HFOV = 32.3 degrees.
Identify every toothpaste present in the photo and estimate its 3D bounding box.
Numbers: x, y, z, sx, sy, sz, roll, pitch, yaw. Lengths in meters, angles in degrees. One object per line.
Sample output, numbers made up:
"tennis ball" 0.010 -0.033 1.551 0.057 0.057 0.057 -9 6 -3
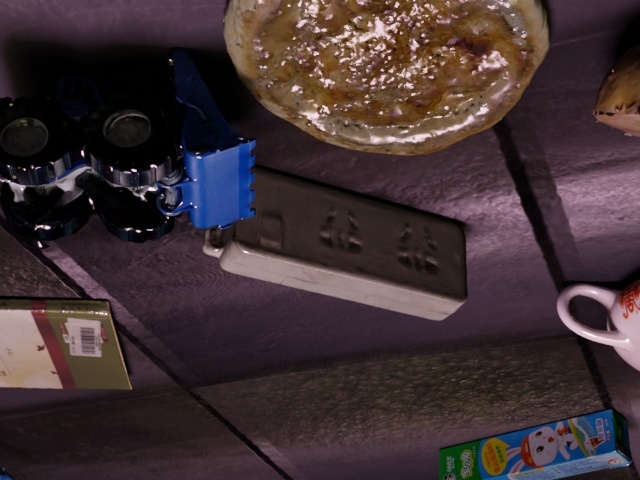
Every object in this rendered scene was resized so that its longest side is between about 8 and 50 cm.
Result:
"toothpaste" 0.285 0.292 1.495 0.267 0.065 0.050 -20 142 32

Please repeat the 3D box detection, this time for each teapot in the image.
"teapot" 0.368 0.087 1.144 0.246 0.116 0.159 11 158 -4

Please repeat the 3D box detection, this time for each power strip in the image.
"power strip" 0.000 0.000 1.023 0.288 0.093 0.053 14 149 -19

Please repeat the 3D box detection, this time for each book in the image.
"book" -0.377 0.124 1.302 0.290 0.026 0.201 2 148 0

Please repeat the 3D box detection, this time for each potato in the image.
"potato" 0.270 -0.122 0.849 0.101 0.089 0.172 14 -176 18

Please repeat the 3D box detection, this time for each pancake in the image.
"pancake" 0.052 -0.144 0.845 0.254 0.037 0.253 1 147 1

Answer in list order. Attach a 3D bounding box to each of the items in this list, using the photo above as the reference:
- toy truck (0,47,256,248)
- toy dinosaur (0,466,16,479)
"toy truck" -0.155 -0.074 0.886 0.208 0.126 0.113 0 147 -4
"toy dinosaur" -0.487 0.276 1.472 0.076 0.144 0.329 -15 157 18
